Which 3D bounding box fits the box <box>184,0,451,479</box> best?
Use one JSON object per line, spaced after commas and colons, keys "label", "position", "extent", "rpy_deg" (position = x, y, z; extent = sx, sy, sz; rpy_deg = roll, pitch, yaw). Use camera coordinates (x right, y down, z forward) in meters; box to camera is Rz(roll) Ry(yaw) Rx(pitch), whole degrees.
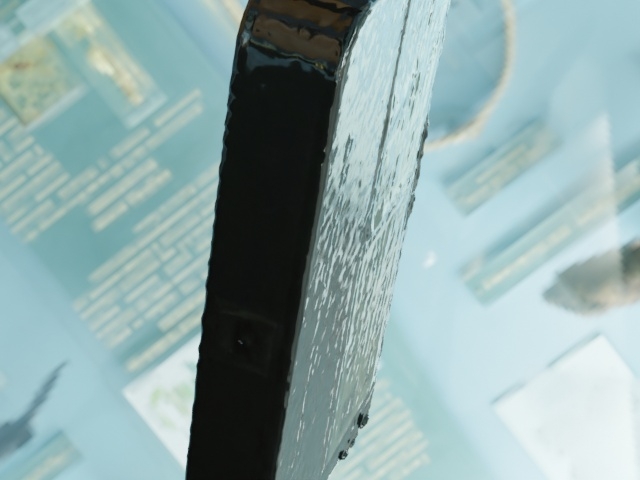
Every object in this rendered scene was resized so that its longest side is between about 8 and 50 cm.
{"label": "box", "position": [0.000, 0.000, 0.854], "extent": [0.211, 0.058, 0.350], "rpy_deg": [-54, 157, -56]}
